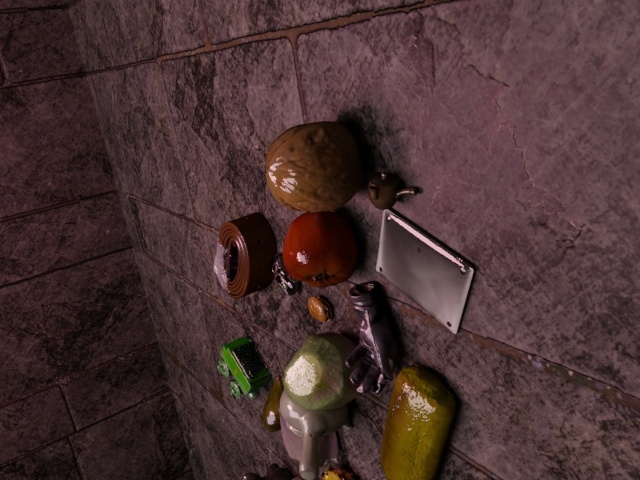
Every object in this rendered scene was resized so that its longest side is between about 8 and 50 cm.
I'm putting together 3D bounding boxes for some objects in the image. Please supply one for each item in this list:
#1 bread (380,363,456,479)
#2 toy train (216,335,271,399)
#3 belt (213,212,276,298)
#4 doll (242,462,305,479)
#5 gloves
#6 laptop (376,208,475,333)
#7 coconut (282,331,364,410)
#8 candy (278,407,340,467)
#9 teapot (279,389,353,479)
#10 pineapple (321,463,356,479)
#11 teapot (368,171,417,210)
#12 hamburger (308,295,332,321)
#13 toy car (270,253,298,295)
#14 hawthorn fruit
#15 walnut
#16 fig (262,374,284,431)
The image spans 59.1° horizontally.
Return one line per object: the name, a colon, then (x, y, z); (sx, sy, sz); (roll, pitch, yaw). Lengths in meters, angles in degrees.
bread: (0.224, 0.477, 1.382); (0.166, 0.112, 0.383); (40, 138, 40)
toy train: (-0.308, 0.505, 2.232); (0.243, 0.132, 0.188); (53, 141, 21)
belt: (-0.258, 0.059, 1.893); (0.217, 0.122, 0.338); (52, 145, 25)
doll: (-0.102, 1.013, 2.175); (0.378, 0.252, 0.382); (-42, 71, 24)
gloves: (0.129, 0.246, 1.399); (0.142, 0.119, 0.285); (-163, 72, -66)
laptop: (0.219, 0.064, 1.242); (0.269, 0.015, 0.187); (40, 139, 40)
coconut: (0.016, 0.362, 1.562); (0.205, 0.236, 0.235); (-5, 105, 30)
candy: (-0.038, 0.631, 1.867); (0.185, 0.137, 0.195); (11, 114, 55)
teapot: (-0.040, 0.527, 1.645); (0.220, 0.318, 0.149); (20, 108, 20)
pineapple: (0.084, 0.827, 1.844); (0.225, 0.076, 0.224); (37, 137, 46)
teapot: (0.150, -0.100, 1.201); (0.110, 0.085, 0.080); (19, 127, 29)
hamburger: (-0.002, 0.200, 1.645); (0.083, 0.044, 0.076); (27, 129, 52)
toy car: (-0.118, 0.109, 1.765); (0.142, 0.055, 0.069); (55, 143, 21)
hawthorn fruit: (0.000, 0.000, 1.422); (0.196, 0.197, 0.225); (137, 134, -57)
walnut: (-0.017, -0.165, 1.282); (0.228, 0.228, 0.228); (35, 135, 44)
fig: (-0.149, 0.590, 2.020); (0.126, 0.133, 0.184); (-77, -22, -79)
